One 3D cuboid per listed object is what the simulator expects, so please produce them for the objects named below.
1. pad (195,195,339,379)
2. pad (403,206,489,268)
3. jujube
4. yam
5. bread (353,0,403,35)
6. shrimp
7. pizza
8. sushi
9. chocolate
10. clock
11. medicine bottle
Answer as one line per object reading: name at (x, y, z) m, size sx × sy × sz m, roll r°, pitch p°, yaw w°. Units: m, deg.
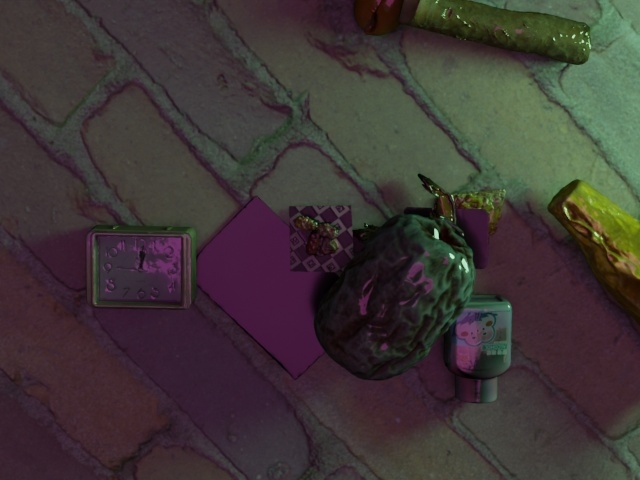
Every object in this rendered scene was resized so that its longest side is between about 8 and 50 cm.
pad at (-0.082, 0.090, 1.879) m, size 0.300 × 0.005 × 0.202 m, roll 44°, pitch 94°, yaw -8°
pad at (0.230, -0.005, 1.860) m, size 0.157 × 0.003 × 0.112 m, roll 2°, pitch 99°, yaw 12°
jujube at (0.133, 0.102, 1.767) m, size 0.226 × 0.226 × 0.317 m, roll 35°, pitch 106°, yaw -7°
yam at (0.307, -0.376, 1.765) m, size 0.356 × 0.081 × 0.081 m, roll 9°, pitch 98°, yaw -17°
bread at (0.128, -0.449, 1.777) m, size 0.114 × 0.077 × 0.189 m, roll 29°, pitch 93°, yaw -10°
shrimp at (0.152, -0.051, 1.846) m, size 0.195 × 0.035 × 0.148 m, roll 7°, pitch 103°, yaw 2°
pizza at (0.297, -0.062, 1.862) m, size 0.108 × 0.026 × 0.123 m, roll -41°, pitch 97°, yaw 1°
sushi at (0.000, 0.000, 1.842) m, size 0.120 × 0.026 × 0.126 m, roll -1°, pitch 99°, yaw 8°
chocolate at (0.587, 0.072, 1.827) m, size 0.445 × 0.162 × 0.162 m, roll 43°, pitch 94°, yaw -6°
clock at (-0.324, 0.047, 1.827) m, size 0.191 × 0.071 × 0.147 m, roll 2°, pitch 98°, yaw 0°
medicine bottle at (0.287, 0.199, 1.863) m, size 0.119 × 0.094 × 0.188 m, roll -1°, pitch 98°, yaw -3°
